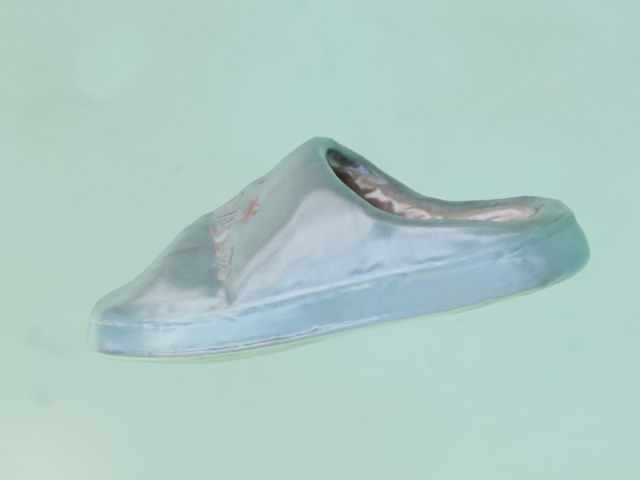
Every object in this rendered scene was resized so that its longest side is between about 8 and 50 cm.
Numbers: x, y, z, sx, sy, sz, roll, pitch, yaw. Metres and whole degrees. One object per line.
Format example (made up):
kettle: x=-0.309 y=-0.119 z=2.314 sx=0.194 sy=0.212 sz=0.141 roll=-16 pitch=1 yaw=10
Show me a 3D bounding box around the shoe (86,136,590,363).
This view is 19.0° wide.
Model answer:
shoe: x=0.000 y=0.000 z=0.915 sx=0.251 sy=0.103 sz=0.100 roll=-11 pitch=89 yaw=14
